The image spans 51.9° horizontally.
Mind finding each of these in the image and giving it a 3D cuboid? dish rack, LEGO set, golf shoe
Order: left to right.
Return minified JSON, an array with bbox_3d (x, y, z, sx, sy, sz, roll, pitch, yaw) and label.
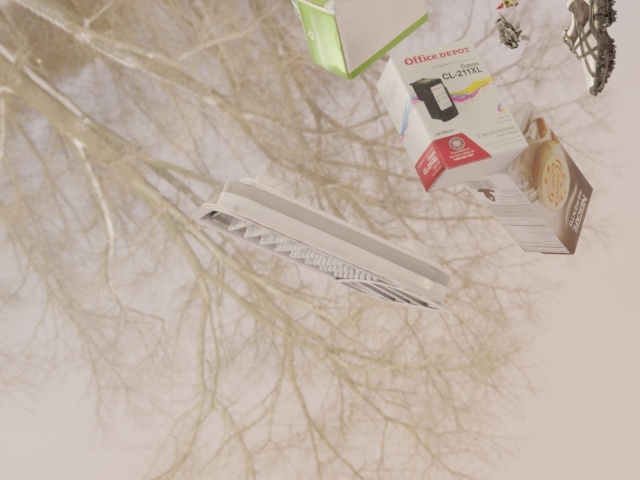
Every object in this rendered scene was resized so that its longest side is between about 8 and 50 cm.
[{"bbox_3d":[0.000,0.000,0.873,0.072,0.333,0.285,-68,-166,-6],"label":"dish rack"},{"bbox_3d":[0.220,-0.252,0.779,0.023,0.083,0.054,-42,-144,-2],"label":"LEGO set"},{"bbox_3d":[0.521,-0.382,1.282,0.094,0.198,0.077,15,-146,41],"label":"golf shoe"}]

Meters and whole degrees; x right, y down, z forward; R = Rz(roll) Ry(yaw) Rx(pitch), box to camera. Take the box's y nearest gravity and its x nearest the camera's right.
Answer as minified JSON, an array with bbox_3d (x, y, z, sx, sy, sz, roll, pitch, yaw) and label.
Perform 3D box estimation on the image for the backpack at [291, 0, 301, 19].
[{"bbox_3d":[0.022,-0.556,1.471,0.182,0.115,0.152,-46,-129,5],"label":"backpack"}]

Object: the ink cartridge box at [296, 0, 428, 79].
[{"bbox_3d":[0.055,-0.405,0.988,0.189,0.255,0.097,-41,-128,-18],"label":"ink cartridge box"}]

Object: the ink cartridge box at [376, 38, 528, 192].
[{"bbox_3d":[0.169,-0.167,0.867,0.127,0.175,0.072,-17,162,-18],"label":"ink cartridge box"}]

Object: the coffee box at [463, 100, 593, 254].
[{"bbox_3d":[0.346,-0.097,1.095,0.098,0.246,0.141,2,-118,48],"label":"coffee box"}]
